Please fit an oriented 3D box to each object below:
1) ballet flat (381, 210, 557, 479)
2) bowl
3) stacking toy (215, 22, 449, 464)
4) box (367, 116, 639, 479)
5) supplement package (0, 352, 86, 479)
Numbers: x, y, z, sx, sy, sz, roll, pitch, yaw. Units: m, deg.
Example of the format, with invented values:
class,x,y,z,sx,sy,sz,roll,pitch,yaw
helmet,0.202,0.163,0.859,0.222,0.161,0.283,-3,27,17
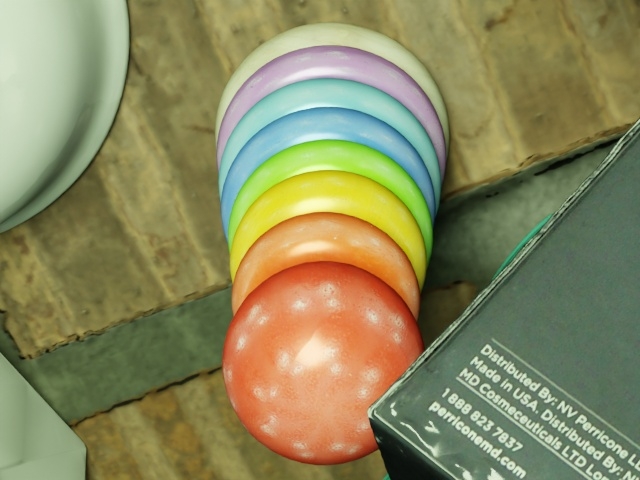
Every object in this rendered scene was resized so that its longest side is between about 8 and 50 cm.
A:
class,x,y,z,sx,sy,sz,roll,pitch,yaw
ballet flat,0.129,0.124,0.975,0.124,0.116,0.342,15,116,-27
bowl,-0.262,-0.102,0.866,0.298,0.134,0.298,1,115,2
stacking toy,0.000,0.000,0.791,0.141,0.330,0.141,1,114,2
box,0.199,0.079,0.733,0.182,0.296,0.294,36,74,25
supplement package,-0.306,0.187,0.942,0.262,0.199,0.198,-24,128,13
